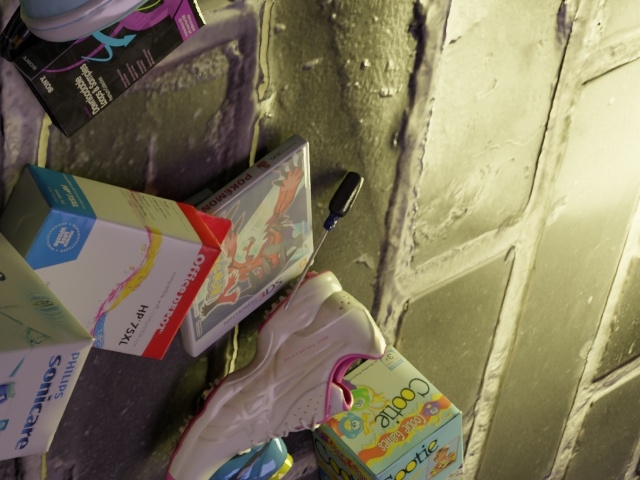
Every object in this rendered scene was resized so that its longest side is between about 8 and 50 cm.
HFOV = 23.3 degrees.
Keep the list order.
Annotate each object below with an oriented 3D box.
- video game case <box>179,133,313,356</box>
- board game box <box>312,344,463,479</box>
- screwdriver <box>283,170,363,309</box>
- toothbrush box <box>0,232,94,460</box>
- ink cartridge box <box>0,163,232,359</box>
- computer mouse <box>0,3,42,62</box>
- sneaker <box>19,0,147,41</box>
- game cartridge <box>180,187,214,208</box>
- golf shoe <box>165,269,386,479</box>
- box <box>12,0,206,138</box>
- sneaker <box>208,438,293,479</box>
[{"bbox_3d":[-0.079,0.008,1.617,0.183,0.023,0.201,-39,149,-26],"label":"video game case"},{"bbox_3d":[0.090,0.292,2.033,0.144,0.142,0.275,-34,146,-20],"label":"board game box"},{"bbox_3d":[0.000,0.000,1.687,0.170,0.024,0.025,-61,168,-9],"label":"screwdriver"},{"bbox_3d":[-0.363,0.075,1.204,0.295,0.216,0.126,-3,128,-47],"label":"toothbrush box"},{"bbox_3d":[-0.187,0.027,1.435,0.231,0.078,0.134,14,115,-37],"label":"ink cartridge box"},{"bbox_3d":[-0.185,-0.242,1.243,0.242,0.041,0.071,-47,167,9],"label":"computer mouse"},{"bbox_3d":[-0.146,-0.311,1.092,0.319,0.127,0.208,-53,132,-12],"label":"sneaker"},{"bbox_3d":[-0.125,-0.015,1.571,0.056,0.017,0.083,-28,144,-21],"label":"game cartridge"},{"bbox_3d":[-0.051,0.182,1.737,0.306,0.140,0.115,-52,174,9],"label":"golf shoe"},{"bbox_3d":[-0.175,-0.168,1.314,0.162,0.029,0.116,-41,159,-8],"label":"box"},{"bbox_3d":[-0.135,0.294,1.863,0.209,0.069,0.082,-37,115,0],"label":"sneaker"}]
